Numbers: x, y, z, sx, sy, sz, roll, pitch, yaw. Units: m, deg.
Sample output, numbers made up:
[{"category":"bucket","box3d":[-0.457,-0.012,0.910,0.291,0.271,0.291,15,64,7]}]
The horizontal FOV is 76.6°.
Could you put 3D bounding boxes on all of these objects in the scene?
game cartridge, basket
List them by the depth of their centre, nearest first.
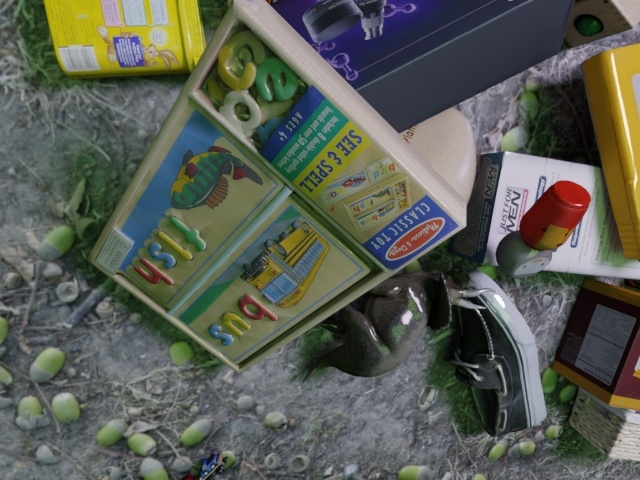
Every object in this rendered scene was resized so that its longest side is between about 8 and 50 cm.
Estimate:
[{"category":"game cartridge","box3d":[0.560,-0.148,0.620,0.286,0.053,0.323,-17,93,-13]},{"category":"basket","box3d":[0.596,0.355,0.794,0.167,0.113,0.103,15,101,-15]}]

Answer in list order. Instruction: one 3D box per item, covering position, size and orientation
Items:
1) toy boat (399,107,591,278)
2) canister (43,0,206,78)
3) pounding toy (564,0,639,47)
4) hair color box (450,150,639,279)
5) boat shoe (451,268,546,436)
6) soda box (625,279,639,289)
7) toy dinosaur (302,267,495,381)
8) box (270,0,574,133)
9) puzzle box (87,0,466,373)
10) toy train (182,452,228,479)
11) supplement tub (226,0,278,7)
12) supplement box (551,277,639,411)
[{"category":"toy boat","box3d":[0.162,-0.058,0.535,0.318,0.148,0.267,26,53,14]},{"category":"canister","box3d":[-0.235,-0.269,0.504,0.170,0.073,0.126,-7,102,-10]},{"category":"pounding toy","box3d":[0.418,-0.367,0.600,0.100,0.130,0.141,35,92,-16]},{"category":"hair color box","box3d":[0.407,-0.037,0.675,0.348,0.105,0.173,6,97,-14]},{"category":"boat shoe","box3d":[0.289,0.211,0.690,0.119,0.121,0.335,-28,106,-7]},{"category":"soda box","box3d":[0.682,0.057,0.780,0.169,0.060,0.053,-8,104,-12]},{"category":"toy dinosaur","box3d":[0.086,0.123,0.602,0.313,0.160,0.121,-43,151,0]},{"category":"box","box3d":[0.101,-0.238,0.454,0.261,0.103,0.184,-26,65,5]},{"category":"puzzle box","box3d":[-0.085,-0.005,0.470,0.272,0.052,0.409,41,127,-11]},{"category":"toy train","box3d":[-0.216,0.407,0.666,0.158,0.027,0.036,-42,96,-1]},{"category":"supplement tub","box3d":[-0.023,-0.347,0.512,0.191,0.117,0.116,-3,102,-12]},{"category":"supplement box","box3d":[0.580,0.196,0.748,0.192,0.129,0.194,14,97,-15]}]
